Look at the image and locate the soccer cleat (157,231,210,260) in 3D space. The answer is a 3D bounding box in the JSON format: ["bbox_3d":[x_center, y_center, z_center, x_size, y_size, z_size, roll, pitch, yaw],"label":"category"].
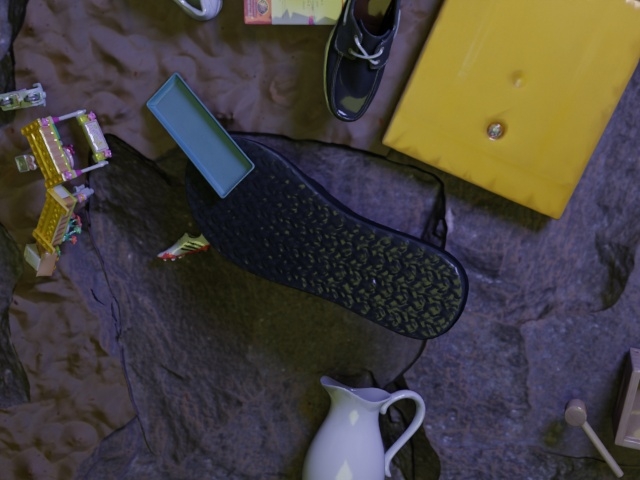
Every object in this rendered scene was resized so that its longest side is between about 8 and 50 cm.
[{"bbox_3d":[-0.205,0.007,1.586,0.083,0.029,0.036,-14,96,3],"label":"soccer cleat"}]

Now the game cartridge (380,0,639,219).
[{"bbox_3d":[0.276,-0.228,1.492,0.285,0.053,0.324,23,103,-4],"label":"game cartridge"}]

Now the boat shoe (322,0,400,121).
[{"bbox_3d":[0.056,-0.265,1.406,0.084,0.079,0.233,13,109,-8],"label":"boat shoe"}]

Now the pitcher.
[{"bbox_3d":[0.066,0.321,1.625,0.177,0.125,0.207,8,95,-16],"label":"pitcher"}]

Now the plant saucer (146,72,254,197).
[{"bbox_3d":[-0.168,-0.148,1.503,0.067,0.018,0.192,-44,71,13],"label":"plant saucer"}]

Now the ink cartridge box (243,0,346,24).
[{"bbox_3d":[-0.004,-0.355,1.452,0.198,0.067,0.115,1,110,2],"label":"ink cartridge box"}]

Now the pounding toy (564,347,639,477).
[{"bbox_3d":[0.471,0.259,1.602,0.206,0.094,0.181,11,111,9],"label":"pounding toy"}]

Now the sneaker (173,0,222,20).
[{"bbox_3d":[-0.216,-0.385,1.440,0.080,0.094,0.212,-43,100,14],"label":"sneaker"}]

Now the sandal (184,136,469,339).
[{"bbox_3d":[0.000,0.003,1.508,0.445,0.107,0.168,31,99,12],"label":"sandal"}]

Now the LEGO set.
[{"bbox_3d":[-0.371,-0.087,1.548,0.132,0.107,0.287,10,115,36],"label":"LEGO set"}]
